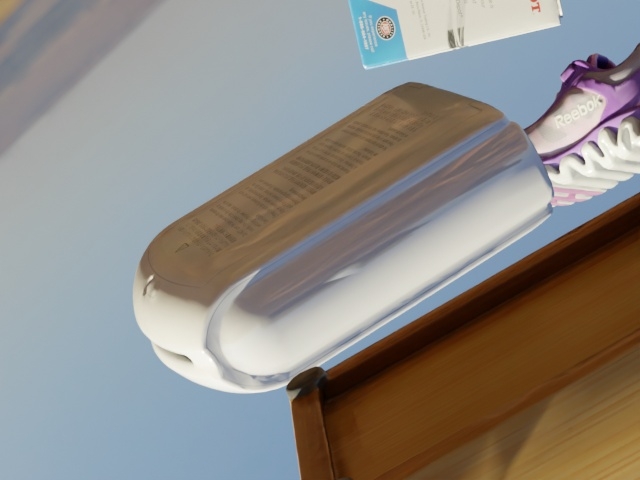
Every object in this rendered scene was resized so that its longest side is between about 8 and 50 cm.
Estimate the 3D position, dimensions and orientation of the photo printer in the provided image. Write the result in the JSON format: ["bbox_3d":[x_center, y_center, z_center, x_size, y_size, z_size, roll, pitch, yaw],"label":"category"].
[{"bbox_3d":[0.000,0.000,1.399,0.307,0.107,0.256,-32,-162,-9],"label":"photo printer"}]

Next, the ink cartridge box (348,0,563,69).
[{"bbox_3d":[0.119,-0.250,1.690,0.190,0.140,0.082,-12,-171,6],"label":"ink cartridge box"}]

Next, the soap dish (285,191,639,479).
[{"bbox_3d":[0.117,0.085,0.851,0.290,0.118,0.229,-30,-166,5],"label":"soap dish"}]

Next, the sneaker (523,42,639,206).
[{"bbox_3d":[0.218,-0.096,1.496,0.095,0.105,0.236,4,161,-44],"label":"sneaker"}]
